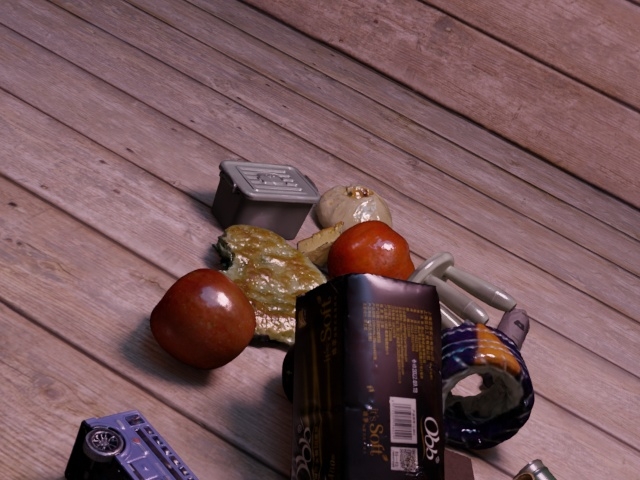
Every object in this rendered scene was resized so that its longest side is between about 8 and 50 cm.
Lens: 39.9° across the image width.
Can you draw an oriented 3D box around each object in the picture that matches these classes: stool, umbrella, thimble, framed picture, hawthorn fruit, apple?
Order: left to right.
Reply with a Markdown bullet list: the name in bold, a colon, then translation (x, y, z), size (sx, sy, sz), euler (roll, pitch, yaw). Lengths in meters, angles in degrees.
- **apple**: translation (-0.211, 0.140, 1.583), size (0.168, 0.181, 0.181), euler (45, 25, -11)
- **hawthorn fruit**: translation (0.095, 0.063, 1.993), size (0.225, 0.197, 0.196), euler (-27, 52, -27)
- **framed picture**: translation (0.217, 0.434, 1.574), size (0.128, 0.023, 0.168), euler (21, 27, -9)
- **stool**: translation (0.284, 0.157, 1.943), size (0.198, 0.195, 0.195), euler (44, 32, 24)
- **thimble**: translation (0.285, 0.283, 1.699), size (0.237, 0.237, 0.150), euler (19, 23, -11)
- **umbrella**: translation (0.425, 0.247, 2.027), size (0.073, 0.067, 0.337), euler (68, 28, -10)

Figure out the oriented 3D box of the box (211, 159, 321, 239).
- **box**: translation (-0.137, -0.092, 2.093), size (0.243, 0.135, 0.163), euler (0, 35, -38)

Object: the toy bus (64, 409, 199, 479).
- **toy bus**: translation (-0.226, 0.370, 1.208), size (0.292, 0.125, 0.133), euler (40, 30, 30)

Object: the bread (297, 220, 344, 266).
- **bread**: translation (0.000, 0.000, 2.076), size (0.080, 0.109, 0.084), euler (24, 31, -9)

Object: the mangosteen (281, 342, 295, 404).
- **mangosteen**: translation (0.018, 0.247, 1.607), size (0.184, 0.172, 0.172), euler (21, 23, -43)

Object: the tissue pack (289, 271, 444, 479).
- **tissue pack**: translation (0.080, 0.257, 1.412), size (0.210, 0.198, 0.370), euler (14, 66, -29)

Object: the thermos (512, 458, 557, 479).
- **thermos**: translation (0.434, 0.495, 1.604), size (0.073, 0.083, 0.188), euler (-20, 49, -26)

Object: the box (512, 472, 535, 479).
- **box**: translation (0.347, 0.483, 1.511), size (0.111, 0.111, 0.177), euler (21, 27, -8)

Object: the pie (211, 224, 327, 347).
- **pie**: translation (-0.113, 0.093, 1.849), size (0.296, 0.078, 0.371), euler (21, 29, -6)

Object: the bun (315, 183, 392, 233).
- **bun**: translation (0.095, -0.079, 2.268), size (0.222, 0.127, 0.222), euler (20, 30, -12)
